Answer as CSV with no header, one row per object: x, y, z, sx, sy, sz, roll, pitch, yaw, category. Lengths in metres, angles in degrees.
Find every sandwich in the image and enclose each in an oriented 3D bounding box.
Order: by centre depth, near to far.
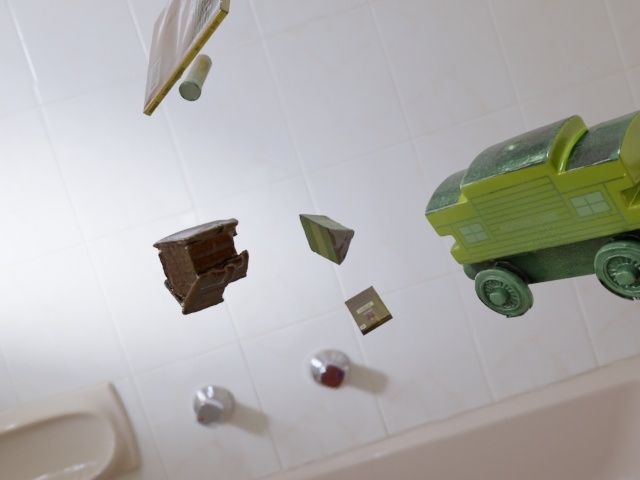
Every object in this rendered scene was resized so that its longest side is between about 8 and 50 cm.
0.000,0.000,1.352,0.074,0.074,0.116,27,11,24,sandwich

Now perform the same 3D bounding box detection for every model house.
-0.322,0.073,2.094,0.199,0.229,0.219,-20,12,-35,model house

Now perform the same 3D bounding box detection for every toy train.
0.365,-0.041,1.176,0.442,0.272,0.179,-17,24,51,toy train

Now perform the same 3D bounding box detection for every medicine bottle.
-0.410,-0.543,2.487,0.074,0.074,0.218,-17,34,18,medicine bottle

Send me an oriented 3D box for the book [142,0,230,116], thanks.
-0.273,-0.453,1.535,0.028,0.262,0.374,18,-32,-29,book

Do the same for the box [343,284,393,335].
0.123,0.180,1.950,0.090,0.023,0.133,-33,36,1,box
